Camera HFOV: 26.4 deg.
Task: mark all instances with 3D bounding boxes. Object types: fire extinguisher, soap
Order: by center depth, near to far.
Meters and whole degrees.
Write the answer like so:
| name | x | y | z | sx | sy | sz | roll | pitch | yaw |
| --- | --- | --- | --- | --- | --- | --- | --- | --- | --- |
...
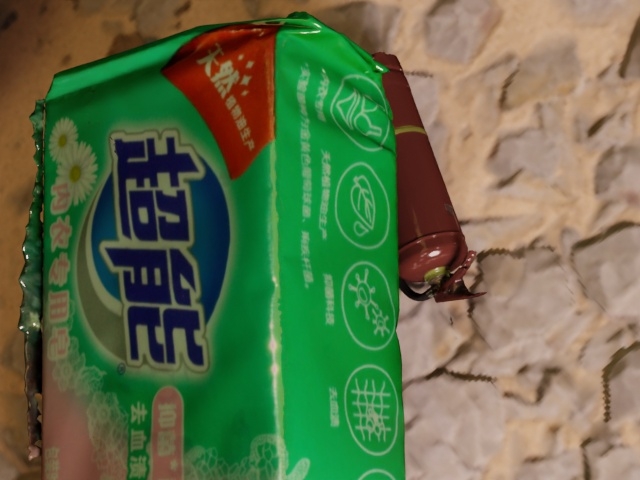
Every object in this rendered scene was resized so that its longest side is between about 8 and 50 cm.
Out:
| name | x | y | z | sx | sy | sz | roll | pitch | yaw |
| --- | --- | --- | --- | --- | --- | --- | --- | --- | --- |
| soap | -0.042 | 0.048 | 0.608 | 0.218 | 0.098 | 0.273 | -10 | 77 | 36 |
| fire extinguisher | 0.039 | -0.024 | 0.647 | 0.056 | 0.039 | 0.132 | -39 | 61 | 45 |

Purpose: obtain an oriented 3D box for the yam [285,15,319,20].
| name | x | y | z | sx | sy | sz | roll | pitch | yaw |
| --- | --- | --- | --- | --- | --- | --- | --- | --- | --- |
| yam | -0.002 | 0.000 | 0.667 | 0.027 | 0.029 | 0.234 | -18 | 70 | 46 |
